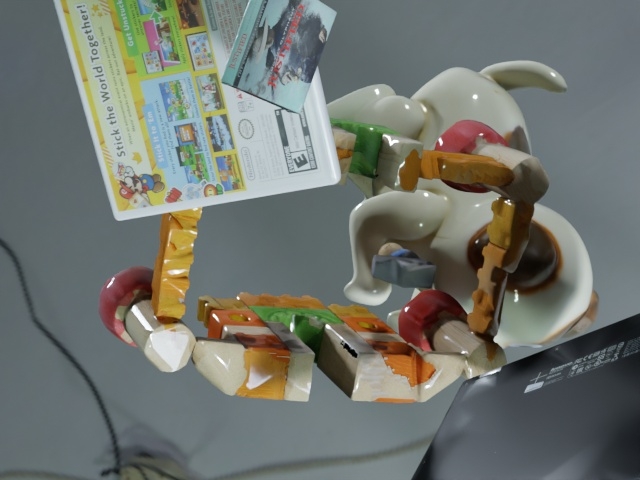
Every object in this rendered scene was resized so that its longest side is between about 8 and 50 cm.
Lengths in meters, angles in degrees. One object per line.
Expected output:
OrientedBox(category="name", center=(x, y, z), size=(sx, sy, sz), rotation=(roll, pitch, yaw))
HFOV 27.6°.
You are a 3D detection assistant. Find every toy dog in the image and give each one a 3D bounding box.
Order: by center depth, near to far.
OrientedBox(category="toy dog", center=(0.210, -0.019, 1.741), size=(0.395, 0.284, 0.408), rotation=(-29, 48, 3))

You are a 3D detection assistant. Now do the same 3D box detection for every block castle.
OrientedBox(category="block castle", center=(0.000, 0.000, 1.442), size=(0.213, 0.453, 0.303), rotation=(-145, 63, -64))

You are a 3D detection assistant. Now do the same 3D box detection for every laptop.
OrientedBox(category="laptop", center=(0.318, 0.195, 1.201), size=(0.382, 0.236, 0.408), rotation=(-29, 16, 42))

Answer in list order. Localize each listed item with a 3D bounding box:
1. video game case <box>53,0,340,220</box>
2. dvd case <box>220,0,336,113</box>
OrientedBox(category="video game case", center=(-0.105, -0.140, 1.106), size=(0.206, 0.227, 0.026), rotation=(-9, 19, 11))
OrientedBox(category="dvd case", center=(-0.029, -0.145, 0.965), size=(0.013, 0.119, 0.087), rotation=(22, 93, 24))
